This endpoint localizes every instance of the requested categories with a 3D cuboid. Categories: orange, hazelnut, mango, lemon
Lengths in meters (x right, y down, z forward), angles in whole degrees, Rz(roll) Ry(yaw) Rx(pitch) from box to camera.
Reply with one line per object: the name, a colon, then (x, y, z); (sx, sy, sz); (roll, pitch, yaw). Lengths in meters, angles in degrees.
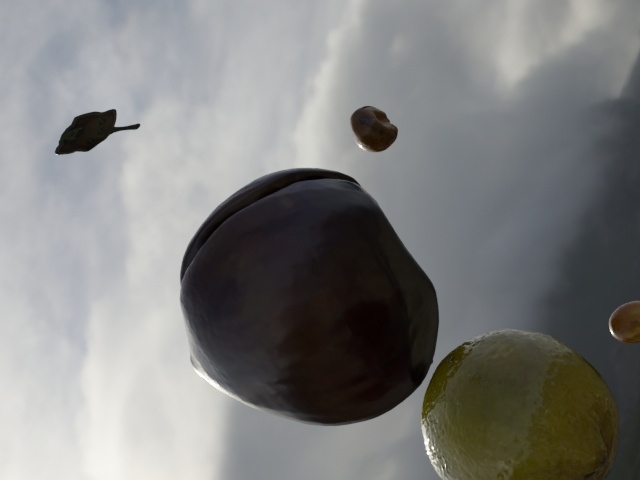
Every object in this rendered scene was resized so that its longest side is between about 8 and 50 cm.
orange: (0.083, -0.181, 1.794); (0.062, 0.086, 0.086); (-51, -7, 26)
hazelnut: (-0.003, 0.107, 1.687); (0.402, 0.402, 0.429); (-60, -37, -29)
mango: (0.447, 0.114, 1.522); (0.046, 0.089, 0.060); (16, -108, -38)
lemon: (0.239, 0.221, 1.320); (0.236, 0.236, 0.263); (-61, 3, -28)

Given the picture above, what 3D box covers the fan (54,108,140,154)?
fan: (-0.451, -0.227, 2.242); (0.220, 0.009, 0.132); (-16, -27, -54)
